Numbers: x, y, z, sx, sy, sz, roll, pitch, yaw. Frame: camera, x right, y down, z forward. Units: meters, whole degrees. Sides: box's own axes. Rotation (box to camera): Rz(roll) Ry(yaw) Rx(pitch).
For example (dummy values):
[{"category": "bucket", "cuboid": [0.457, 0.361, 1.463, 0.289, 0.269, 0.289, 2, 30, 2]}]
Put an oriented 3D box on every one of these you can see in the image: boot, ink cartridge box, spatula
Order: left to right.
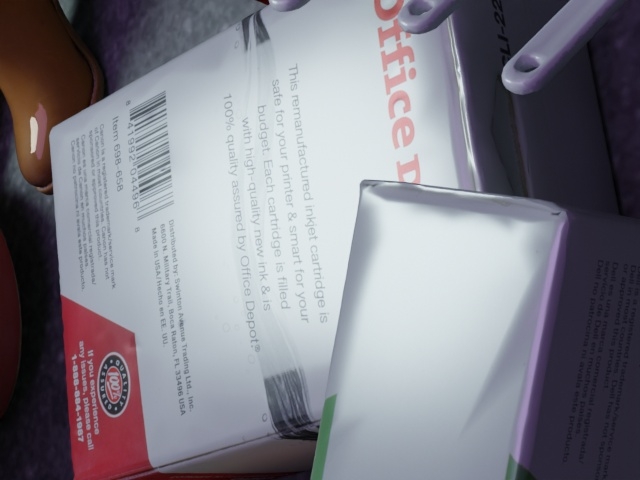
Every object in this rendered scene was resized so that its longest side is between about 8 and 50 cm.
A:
[{"category": "boot", "cuboid": [-0.216, -0.132, 0.876, 0.073, 0.152, 0.197, -13, 75, 43]}, {"category": "ink cartridge box", "cuboid": [0.000, 0.000, 0.670, 0.273, 0.114, 0.197, -22, 68, 41]}, {"category": "spatula", "cuboid": [0.100, -0.146, 0.559, 0.168, 0.019, 0.242, 25, 60, 39]}, {"category": "ink cartridge box", "cuboid": [0.103, 0.071, 0.491, 0.093, 0.212, 0.154, 10, 92, 48]}]

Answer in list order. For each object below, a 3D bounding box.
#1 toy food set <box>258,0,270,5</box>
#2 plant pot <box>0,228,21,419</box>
[{"category": "toy food set", "cuboid": [-0.008, -0.176, 0.712, 0.232, 0.104, 0.111, 50, 118, 37]}, {"category": "plant pot", "cuboid": [-0.342, 0.056, 0.886, 0.275, 0.243, 0.275, 9, 102, 44]}]
